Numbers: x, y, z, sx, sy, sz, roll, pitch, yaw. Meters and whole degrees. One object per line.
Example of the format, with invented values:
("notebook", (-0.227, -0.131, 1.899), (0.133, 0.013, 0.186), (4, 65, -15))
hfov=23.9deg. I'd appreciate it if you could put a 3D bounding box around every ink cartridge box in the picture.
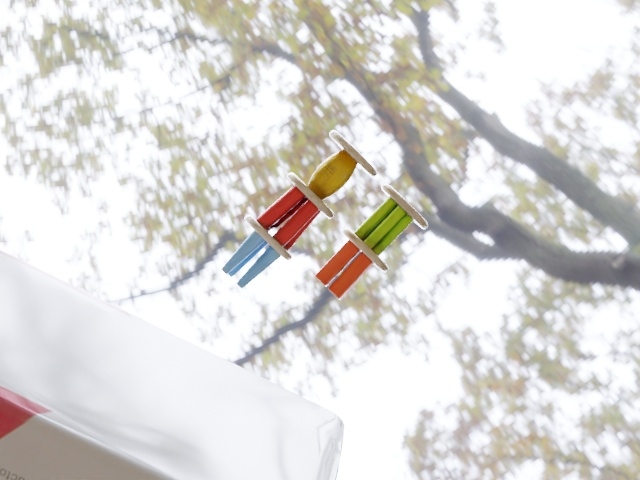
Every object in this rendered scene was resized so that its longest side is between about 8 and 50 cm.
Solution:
("ink cartridge box", (-0.196, 0.215, 0.756), (0.279, 0.160, 0.385), (26, -73, -2))

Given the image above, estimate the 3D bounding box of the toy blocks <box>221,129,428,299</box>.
("toy blocks", (0.000, 0.000, 1.260), (0.148, 0.054, 0.123), (-45, -64, 1))
